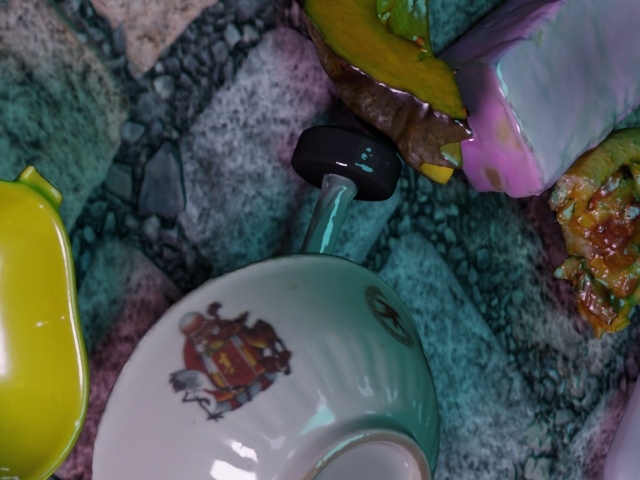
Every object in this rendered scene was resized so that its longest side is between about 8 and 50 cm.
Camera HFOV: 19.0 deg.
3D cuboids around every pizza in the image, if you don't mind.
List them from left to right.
[{"bbox_3d":[0.324,-0.004,1.994,0.289,0.081,0.229,4,102,-57],"label":"pizza"}]

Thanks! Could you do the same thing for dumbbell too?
[{"bbox_3d":[0.000,0.000,1.718,0.100,0.100,0.191,32,69,-37],"label":"dumbbell"}]

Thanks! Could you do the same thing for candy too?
[{"bbox_3d":[0.231,-0.170,1.918,0.265,0.116,0.155,-41,113,-36],"label":"candy"}]

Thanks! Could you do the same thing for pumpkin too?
[{"bbox_3d":[0.047,-0.153,1.762,0.149,0.130,0.254,2,49,-14],"label":"pumpkin"}]

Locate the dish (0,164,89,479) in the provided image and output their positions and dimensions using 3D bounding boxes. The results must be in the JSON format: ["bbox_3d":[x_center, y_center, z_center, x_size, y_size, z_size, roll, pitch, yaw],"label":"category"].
[{"bbox_3d":[-0.294,0.071,1.448,0.221,0.108,0.262,-3,94,-44],"label":"dish"}]

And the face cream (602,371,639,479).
[{"bbox_3d":[0.371,0.243,2.055,0.163,0.080,0.337,43,62,-33],"label":"face cream"}]

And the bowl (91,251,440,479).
[{"bbox_3d":[-0.009,0.193,1.598,0.337,0.157,0.337,-15,119,-28],"label":"bowl"}]
